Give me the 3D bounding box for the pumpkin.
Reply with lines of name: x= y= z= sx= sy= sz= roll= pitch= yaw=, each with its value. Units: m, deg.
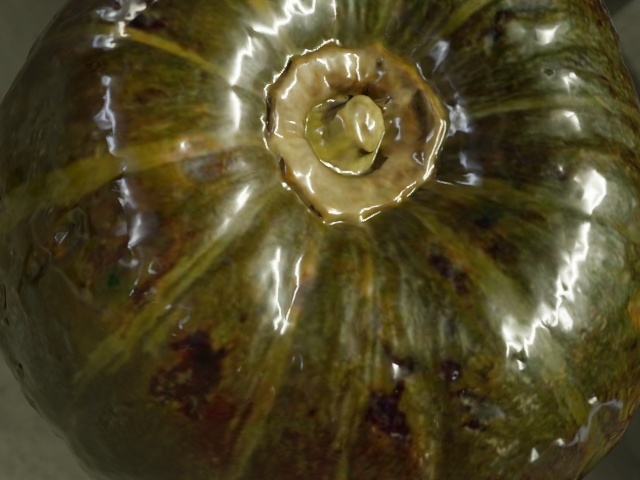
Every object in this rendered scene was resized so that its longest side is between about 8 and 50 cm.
pumpkin: x=0.000 y=0.000 z=0.488 sx=0.219 sy=0.219 sz=0.162 roll=54 pitch=-20 yaw=5
